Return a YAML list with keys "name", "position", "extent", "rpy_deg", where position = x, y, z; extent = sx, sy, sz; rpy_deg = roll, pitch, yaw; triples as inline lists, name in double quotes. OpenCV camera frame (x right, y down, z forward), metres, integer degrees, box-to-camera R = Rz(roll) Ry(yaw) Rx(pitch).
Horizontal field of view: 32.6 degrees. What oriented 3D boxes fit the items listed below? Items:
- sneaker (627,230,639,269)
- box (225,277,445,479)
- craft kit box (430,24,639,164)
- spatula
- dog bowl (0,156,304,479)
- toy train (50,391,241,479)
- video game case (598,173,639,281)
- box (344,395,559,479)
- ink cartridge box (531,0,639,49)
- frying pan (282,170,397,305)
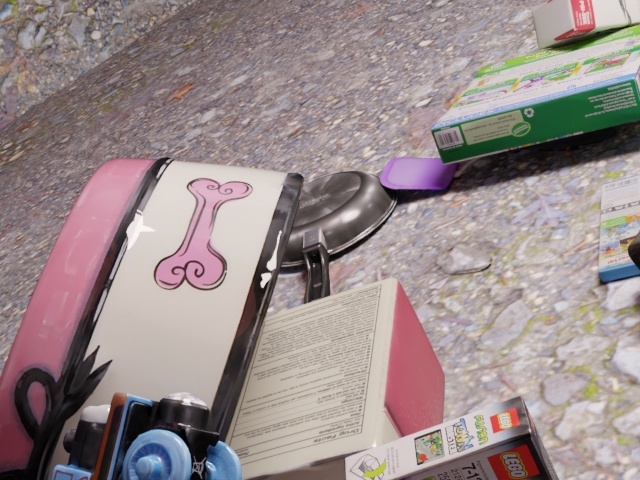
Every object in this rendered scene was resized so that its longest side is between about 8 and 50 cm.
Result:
- name: "sneaker"
  position: [0.348, -0.027, 0.900]
  extent: [0.130, 0.087, 0.227]
  rpy_deg: [-46, -3, -9]
- name: "box"
  position: [0.015, 0.160, 0.927]
  extent: [0.149, 0.126, 0.232]
  rpy_deg: [-18, 27, 18]
- name: "craft kit box"
  position: [0.288, -0.185, 1.344]
  extent: [0.250, 0.061, 0.246]
  rpy_deg: [-11, 23, 29]
- name: "spatula"
  position: [0.212, -0.104, 1.338]
  extent: [0.297, 0.030, 0.084]
  rpy_deg: [-12, 27, 28]
- name: "dog bowl"
  position: [-0.145, 0.118, 0.846]
  extent: [0.150, 0.408, 0.408]
  rpy_deg: [19, 32, -3]
- name: "toy train"
  position: [-0.113, 0.172, 0.603]
  extent: [0.105, 0.080, 0.184]
  rpy_deg: [5, 77, 28]
- name: "video game case"
  position: [0.337, -0.024, 1.085]
  extent: [0.119, 0.015, 0.166]
  rpy_deg: [-15, 28, 24]
- name: "box"
  position: [0.107, 0.198, 0.669]
  extent: [0.114, 0.207, 0.036]
  rpy_deg: [-22, 26, 12]
- name: "ink cartridge box"
  position: [0.362, -0.295, 1.434]
  extent: [0.135, 0.056, 0.099]
  rpy_deg: [-10, -2, -17]
- name: "frying pan"
  position: [-0.023, 0.003, 1.357]
  extent: [0.197, 0.053, 0.326]
  rpy_deg: [-10, 28, 35]
